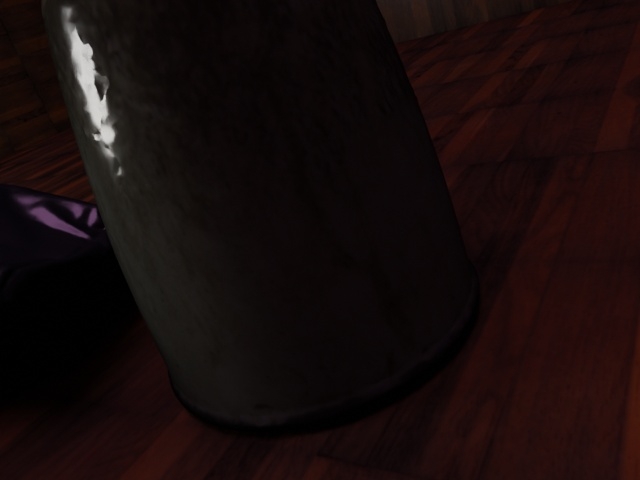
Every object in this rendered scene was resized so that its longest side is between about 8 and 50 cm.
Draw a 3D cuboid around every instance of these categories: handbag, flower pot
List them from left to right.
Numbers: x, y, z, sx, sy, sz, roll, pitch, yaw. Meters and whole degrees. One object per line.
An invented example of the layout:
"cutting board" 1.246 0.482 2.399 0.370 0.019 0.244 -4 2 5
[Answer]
"handbag" -0.374 0.051 0.587 0.301 0.178 0.275 9 23 2
"flower pot" -0.048 -0.065 0.461 0.293 0.330 0.294 -16 25 8
